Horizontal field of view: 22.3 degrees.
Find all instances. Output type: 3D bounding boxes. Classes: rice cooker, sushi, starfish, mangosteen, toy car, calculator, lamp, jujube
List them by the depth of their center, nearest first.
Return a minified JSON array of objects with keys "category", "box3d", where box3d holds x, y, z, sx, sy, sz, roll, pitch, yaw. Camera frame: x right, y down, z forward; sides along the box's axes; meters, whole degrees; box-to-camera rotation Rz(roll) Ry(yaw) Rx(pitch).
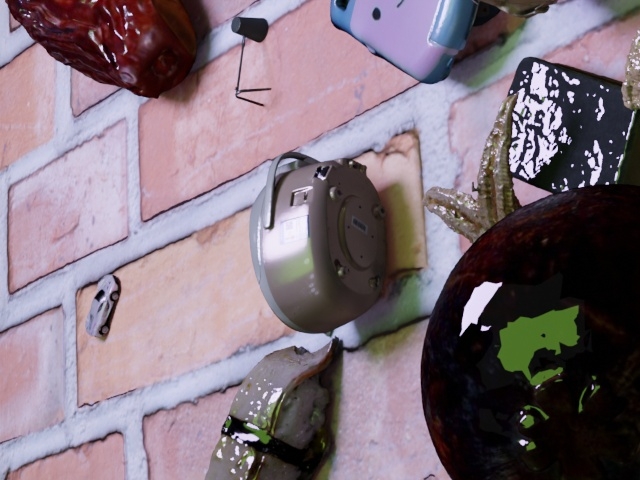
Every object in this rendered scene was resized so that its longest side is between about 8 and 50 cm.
[{"category":"mangosteen","box3d":[0.238,0.102,1.357,0.330,0.330,0.330,-15,70,51]},{"category":"starfish","box3d":[0.160,-0.024,1.613,0.138,0.050,0.247,61,145,15]},{"category":"calculator","box3d":[0.092,-0.283,1.793,0.293,0.051,0.173,43,123,55]},{"category":"rice cooker","box3d":[0.000,0.000,1.806,0.127,0.145,0.206,-13,66,39]},{"category":"sushi","box3d":[-0.062,0.230,1.864,0.134,0.109,0.273,40,115,50]},{"category":"lamp","box3d":[-0.091,-0.232,2.049,0.041,0.054,0.121,-34,56,45]},{"category":"jujube","box3d":[-0.299,-0.321,2.239,0.342,0.216,0.216,44,117,41]},{"category":"toy car","box3d":[-0.309,0.091,2.293,0.041,0.025,0.093,31,108,50]}]

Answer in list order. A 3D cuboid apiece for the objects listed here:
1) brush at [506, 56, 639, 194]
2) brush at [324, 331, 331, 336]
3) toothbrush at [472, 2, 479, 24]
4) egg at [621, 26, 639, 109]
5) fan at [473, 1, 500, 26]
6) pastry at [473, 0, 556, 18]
[{"category":"brush","box3d":[0.248,-0.100,1.563,0.197,0.059,0.123,28,105,53]},{"category":"brush","box3d":[0.017,0.070,1.876,0.016,0.013,0.084,38,111,53]},{"category":"toothbrush","box3d":[0.187,-0.412,1.724,0.040,0.040,0.386,18,96,53]},{"category":"egg","box3d":[0.330,-0.157,1.422,0.140,0.116,0.118,-6,49,52]},{"category":"fan","box3d":[0.156,-0.298,1.774,0.175,0.005,0.113,37,112,50]},{"category":"pastry","box3d":[0.181,-0.340,1.558,0.133,0.265,0.265,-31,59,43]}]
